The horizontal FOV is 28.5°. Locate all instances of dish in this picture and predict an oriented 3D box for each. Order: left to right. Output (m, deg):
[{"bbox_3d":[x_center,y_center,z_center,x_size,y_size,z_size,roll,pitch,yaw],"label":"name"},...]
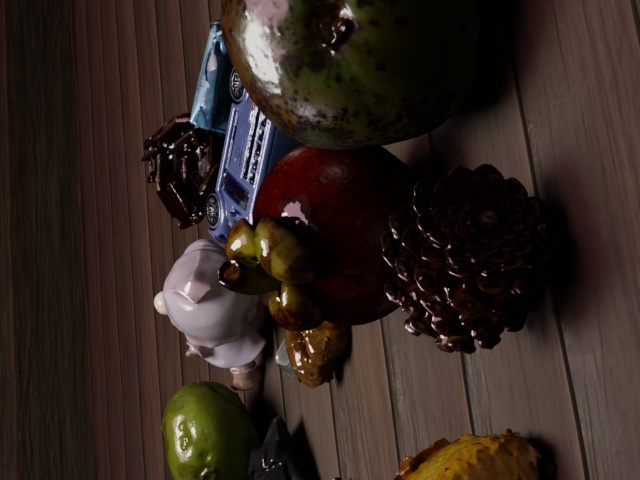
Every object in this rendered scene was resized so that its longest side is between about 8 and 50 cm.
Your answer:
[{"bbox_3d":[-0.039,0.162,1.791,0.137,0.039,0.091,149,120,-65],"label":"dish"}]

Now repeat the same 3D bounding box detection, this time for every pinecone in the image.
[{"bbox_3d":[0.133,0.030,1.171,0.165,0.163,0.163,97,162,-48],"label":"pinecone"}]

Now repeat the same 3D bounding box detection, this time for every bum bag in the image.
[{"bbox_3d":[-0.045,0.375,1.726,0.340,0.095,0.144,-104,20,-58],"label":"bum bag"}]

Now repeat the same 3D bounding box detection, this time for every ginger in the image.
[{"bbox_3d":[-0.014,0.107,1.677,0.103,0.073,0.162,115,150,-46],"label":"ginger"}]

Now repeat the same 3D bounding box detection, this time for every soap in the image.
[{"bbox_3d":[-0.134,-0.250,1.873,0.293,0.077,0.156,-84,9,-78],"label":"soap"}]

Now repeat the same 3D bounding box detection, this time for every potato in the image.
[{"bbox_3d":[-0.170,0.307,1.935,0.186,0.148,0.253,57,172,23],"label":"potato"}]

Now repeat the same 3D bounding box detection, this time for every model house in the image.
[{"bbox_3d":[-0.226,-0.116,2.178,0.203,0.141,0.164,146,133,-63],"label":"model house"}]

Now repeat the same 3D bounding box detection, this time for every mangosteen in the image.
[{"bbox_3d":[0.000,0.000,1.381,0.215,0.257,0.215,26,127,40],"label":"mangosteen"}]

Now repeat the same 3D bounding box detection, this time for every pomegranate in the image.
[{"bbox_3d":[0.044,-0.245,1.328,0.341,0.285,0.285,-58,-21,-66],"label":"pomegranate"}]

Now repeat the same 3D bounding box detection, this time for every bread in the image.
[{"bbox_3d":[0.131,0.310,1.174,0.160,0.147,0.260,143,125,-68],"label":"bread"}]

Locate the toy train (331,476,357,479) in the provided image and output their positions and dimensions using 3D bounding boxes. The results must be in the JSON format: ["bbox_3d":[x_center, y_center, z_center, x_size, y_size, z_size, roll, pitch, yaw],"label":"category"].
[{"bbox_3d":[0.027,0.347,1.607,0.056,0.038,0.093,137,131,-60],"label":"toy train"}]

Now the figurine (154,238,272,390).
[{"bbox_3d":[-0.154,0.116,1.914,0.276,0.200,0.133,71,-162,-48],"label":"figurine"}]

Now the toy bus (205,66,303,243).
[{"bbox_3d":[-0.064,-0.112,1.750,0.133,0.125,0.292,46,130,51],"label":"toy bus"}]
